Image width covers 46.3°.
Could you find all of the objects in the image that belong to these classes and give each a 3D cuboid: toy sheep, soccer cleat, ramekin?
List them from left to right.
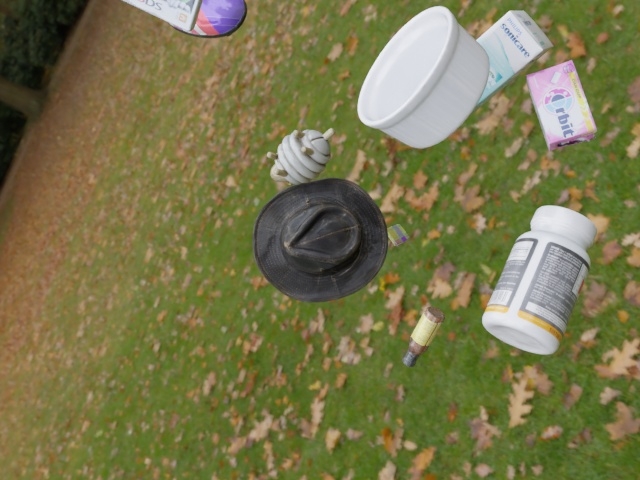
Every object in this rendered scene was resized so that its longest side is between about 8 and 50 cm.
[{"bbox_3d":[-0.267,-0.439,1.254,0.108,0.318,0.116,-57,-17,-2],"label":"soccer cleat"},{"bbox_3d":[-0.028,-0.136,1.195,0.132,0.091,0.091,-32,39,27],"label":"toy sheep"},{"bbox_3d":[0.214,-0.323,1.534,0.277,0.135,0.277,-42,30,32],"label":"ramekin"}]

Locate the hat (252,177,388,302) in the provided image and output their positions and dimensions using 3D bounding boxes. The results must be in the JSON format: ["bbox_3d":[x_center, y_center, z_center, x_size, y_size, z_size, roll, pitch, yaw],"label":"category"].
[{"bbox_3d":[0.000,0.000,1.775,0.134,0.332,0.331,-136,69,-90],"label":"hat"}]

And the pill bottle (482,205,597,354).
[{"bbox_3d":[0.455,0.079,1.536,0.162,0.162,0.278,-3,56,63],"label":"pill bottle"}]

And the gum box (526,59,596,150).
[{"bbox_3d":[0.556,-0.306,1.730,0.107,0.062,0.188,-17,76,13],"label":"gum box"}]

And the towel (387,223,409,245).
[{"bbox_3d":[0.227,-0.017,2.221,0.009,0.060,0.083,-42,-11,38],"label":"towel"}]

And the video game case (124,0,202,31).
[{"bbox_3d":[-0.216,-0.388,0.954,0.022,0.173,0.190,-69,5,-57],"label":"video game case"}]

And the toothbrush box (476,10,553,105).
[{"bbox_3d":[0.407,-0.421,1.846,0.295,0.126,0.216,-41,-3,27],"label":"toothbrush box"}]

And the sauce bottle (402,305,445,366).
[{"bbox_3d":[0.192,0.184,1.419,0.042,0.042,0.128,-108,39,-56],"label":"sauce bottle"}]
